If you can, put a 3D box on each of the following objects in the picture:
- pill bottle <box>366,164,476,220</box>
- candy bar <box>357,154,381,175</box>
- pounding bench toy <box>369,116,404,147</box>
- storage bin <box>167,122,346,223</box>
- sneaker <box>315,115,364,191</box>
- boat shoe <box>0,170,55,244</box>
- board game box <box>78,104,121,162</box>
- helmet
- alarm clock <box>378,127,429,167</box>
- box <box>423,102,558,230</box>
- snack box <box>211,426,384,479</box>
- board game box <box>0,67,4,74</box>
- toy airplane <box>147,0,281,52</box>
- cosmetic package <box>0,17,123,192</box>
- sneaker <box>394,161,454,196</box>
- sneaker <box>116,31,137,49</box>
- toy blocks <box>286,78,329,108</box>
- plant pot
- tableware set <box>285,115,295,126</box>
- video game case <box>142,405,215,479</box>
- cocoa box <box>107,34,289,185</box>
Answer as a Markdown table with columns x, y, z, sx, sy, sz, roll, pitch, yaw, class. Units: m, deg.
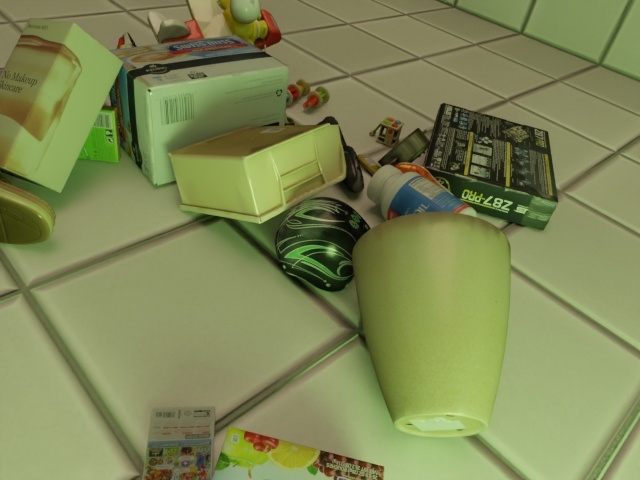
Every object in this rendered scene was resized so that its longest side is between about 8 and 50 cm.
| x | y | z | sx | sy | sz | roll | pitch | yaw | class |
| --- | --- | --- | --- | --- | --- | --- | --- | --- | --- |
| 0.209 | -0.070 | 1.095 | 0.124 | 0.124 | 0.221 | -26 | 51 | -36 | pill bottle |
| 0.141 | -0.173 | 1.283 | 0.040 | 0.018 | 0.161 | -10 | 43 | -28 | candy bar |
| 0.180 | -0.309 | 1.416 | 0.083 | 0.065 | 0.052 | 25 | 42 | 17 | pounding bench toy |
| -0.126 | -0.153 | 1.041 | 0.262 | 0.123 | 0.260 | 10 | 30 | 43 | storage bin |
| 0.028 | -0.199 | 1.251 | 0.106 | 0.101 | 0.267 | -21 | 46 | -3 | sneaker |
| -0.621 | -0.090 | 0.930 | 0.341 | 0.122 | 0.110 | 16 | 39 | 9 | boat shoe |
| -0.579 | -0.246 | 1.122 | 0.259 | 0.124 | 0.039 | 4 | 34 | -8 | board game box |
| 0.000 | 0.000 | 0.948 | 0.161 | 0.169 | 0.169 | 28 | 40 | -6 | helmet |
| 0.200 | -0.208 | 1.250 | 0.064 | 0.129 | 0.192 | 52 | 37 | -1 | alarm clock |
| 0.437 | -0.212 | 1.339 | 0.318 | 0.097 | 0.395 | 15 | 40 | 8 | box |
| -0.036 | 0.335 | 0.597 | 0.207 | 0.070 | 0.174 | 14 | 39 | 1 | snack box |
| -0.701 | -0.296 | 1.127 | 0.210 | 0.160 | 0.047 | -13 | 45 | -27 | board game box |
| -0.286 | -0.615 | 1.460 | 0.386 | 0.272 | 0.384 | 32 | 53 | -28 | toy airplane |
| -0.534 | -0.261 | 0.989 | 0.153 | 0.129 | 0.296 | 16 | 80 | 27 | cosmetic package |
| 0.241 | -0.120 | 1.177 | 0.175 | 0.064 | 0.067 | 33 | 38 | -3 | sneaker |
| -0.574 | -0.514 | 1.464 | 0.118 | 0.107 | 0.279 | -26 | 37 | -2 | sneaker |
| -0.058 | -0.418 | 1.500 | 0.123 | 0.054 | 0.148 | 26 | 42 | 18 | toy blocks |
| 0.172 | 0.142 | 0.773 | 0.256 | 0.256 | 0.274 | 7 | 57 | -5 | plant pot |
| -0.136 | -0.331 | 1.404 | 0.154 | 0.024 | 0.104 | 27 | 43 | 18 | tableware set |
| -0.186 | 0.278 | 0.679 | 0.087 | 0.011 | 0.122 | 2 | 40 | -11 | video game case |
| -0.282 | -0.316 | 1.189 | 0.347 | 0.231 | 0.228 | -23 | 49 | -33 | cocoa box |
